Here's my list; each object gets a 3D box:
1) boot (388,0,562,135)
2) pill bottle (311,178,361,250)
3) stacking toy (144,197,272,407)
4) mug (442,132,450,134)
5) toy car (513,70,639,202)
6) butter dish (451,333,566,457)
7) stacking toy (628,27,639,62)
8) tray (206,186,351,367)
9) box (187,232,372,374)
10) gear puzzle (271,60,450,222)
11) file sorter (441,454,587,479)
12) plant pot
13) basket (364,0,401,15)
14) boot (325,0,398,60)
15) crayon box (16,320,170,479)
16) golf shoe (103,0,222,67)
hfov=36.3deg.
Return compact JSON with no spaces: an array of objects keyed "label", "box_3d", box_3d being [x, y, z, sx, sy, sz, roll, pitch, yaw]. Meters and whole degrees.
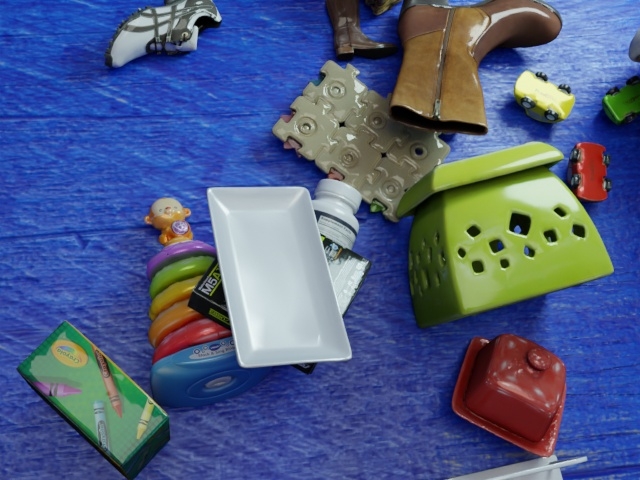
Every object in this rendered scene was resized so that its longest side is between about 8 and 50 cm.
[{"label":"boot","box_3d":[0.241,-0.269,1.472,0.264,0.096,0.280,10,47,-4]},{"label":"pill bottle","box_3d":[0.000,0.000,1.416,0.094,0.094,0.169,22,72,-1]},{"label":"stacking toy","box_3d":[-0.181,0.063,1.359,0.175,0.165,0.301,-13,64,-15]},{"label":"mug","box_3d":[0.195,-0.199,1.520,0.078,0.062,0.064,-13,84,-31]},{"label":"toy car","box_3d":[0.442,-0.192,1.556,0.225,0.053,0.239,-27,80,-15]},{"label":"butter dish","box_3d":[0.284,0.194,1.366,0.160,0.118,0.160,26,45,3]},{"label":"stacking toy","box_3d":[0.675,-0.131,1.440,0.351,0.350,0.479,-12,89,-11]},{"label":"tray","box_3d":[-0.059,0.045,1.245,0.145,0.030,0.270,-2,55,-19]},{"label":"box","box_3d":[-0.050,0.057,1.288,0.184,0.045,0.190,27,50,5]},{"label":"gear puzzle","box_3d":[0.102,-0.123,1.499,0.339,0.044,0.175,36,71,1]},{"label":"file sorter","box_3d":[0.284,0.435,1.286,0.193,0.173,0.277,-10,75,-11]},{"label":"plant pot","box_3d":[0.238,-0.008,1.369,0.228,0.227,0.207,-15,84,-12]},{"label":"basket","box_3d":[0.144,-0.547,1.535,0.299,0.213,0.223,-36,82,-16]},{"label":"boot","box_3d":[0.066,-0.347,1.561,0.106,0.037,0.114,-4,70,-11]},{"label":"crayon box","box_3d":[-0.274,0.209,1.219,0.165,0.278,0.081,41,72,6]},{"label":"golf shoe","box_3d":[-0.238,-0.315,1.487,0.198,0.077,0.094,-42,83,-16]}]
